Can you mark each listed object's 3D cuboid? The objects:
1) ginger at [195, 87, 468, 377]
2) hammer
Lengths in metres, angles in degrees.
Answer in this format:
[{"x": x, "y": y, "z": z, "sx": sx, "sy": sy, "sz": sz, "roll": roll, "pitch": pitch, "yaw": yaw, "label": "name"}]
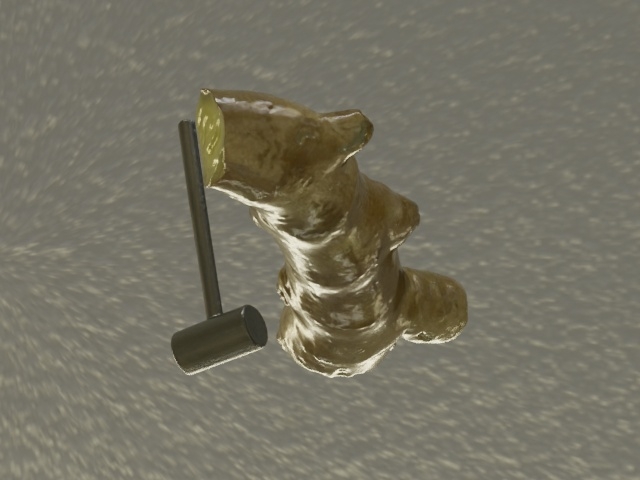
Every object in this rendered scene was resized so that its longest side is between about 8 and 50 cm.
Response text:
[{"x": 0.001, "y": 0.003, "z": 0.893, "sx": 0.118, "sy": 0.299, "sz": 0.065, "roll": -22, "pitch": -120, "yaw": 7, "label": "ginger"}, {"x": -0.047, "y": -0.001, "z": 0.664, "sx": 0.035, "sy": 0.019, "sz": 0.110, "roll": -21, "pitch": -118, "yaw": 22, "label": "hammer"}]
